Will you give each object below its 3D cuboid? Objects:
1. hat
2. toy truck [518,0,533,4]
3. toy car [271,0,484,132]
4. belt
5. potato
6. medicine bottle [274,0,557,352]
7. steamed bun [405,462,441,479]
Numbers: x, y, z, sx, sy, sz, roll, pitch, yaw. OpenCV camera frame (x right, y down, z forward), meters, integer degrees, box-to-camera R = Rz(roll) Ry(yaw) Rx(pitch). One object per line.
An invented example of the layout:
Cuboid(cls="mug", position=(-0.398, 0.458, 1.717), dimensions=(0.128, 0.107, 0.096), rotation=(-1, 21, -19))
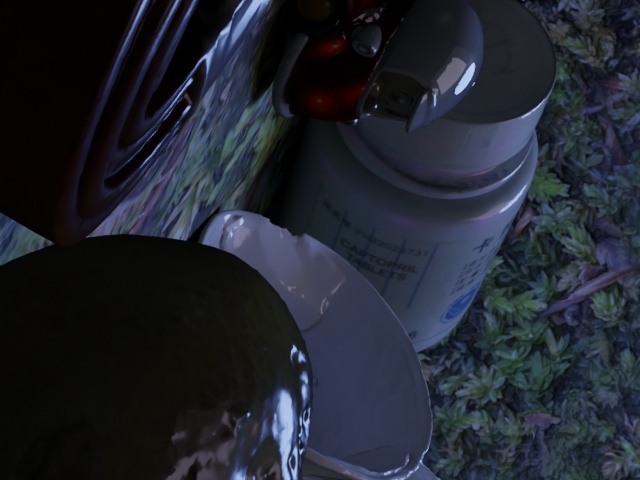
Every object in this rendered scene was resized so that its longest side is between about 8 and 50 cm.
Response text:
Cuboid(cls="hat", position=(-0.039, 0.096, 1.146), dimensions=(0.126, 0.203, 0.203), rotation=(-44, -175, 29))
Cuboid(cls="toy truck", position=(0.181, -0.298, 1.612), dimensions=(0.242, 0.101, 0.125), rotation=(-60, 179, -4))
Cuboid(cls="toy car", position=(0.043, -0.122, 1.072), dimensions=(0.139, 0.112, 0.112), rotation=(-60, 174, -21))
Cuboid(cls="belt", position=(-0.027, -0.128, 0.420), dimensions=(0.261, 0.105, 0.184), rotation=(-62, 176, -17))
Cuboid(cls="potato", position=(-0.097, 0.099, 0.634), dimensions=(0.235, 0.160, 0.178), rotation=(-49, 144, -28))
Cuboid(cls="medicine bottle", position=(0.065, -0.051, 1.329), dimensions=(0.170, 0.170, 0.293), rotation=(-59, 173, -36))
Cuboid(cls="steamed bun", position=(-0.006, 0.338, 1.716), dimensions=(0.324, 0.324, 0.206), rotation=(112, -15, -46))
